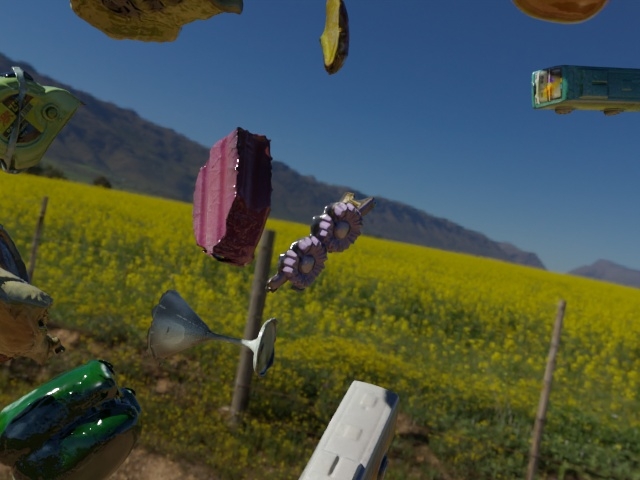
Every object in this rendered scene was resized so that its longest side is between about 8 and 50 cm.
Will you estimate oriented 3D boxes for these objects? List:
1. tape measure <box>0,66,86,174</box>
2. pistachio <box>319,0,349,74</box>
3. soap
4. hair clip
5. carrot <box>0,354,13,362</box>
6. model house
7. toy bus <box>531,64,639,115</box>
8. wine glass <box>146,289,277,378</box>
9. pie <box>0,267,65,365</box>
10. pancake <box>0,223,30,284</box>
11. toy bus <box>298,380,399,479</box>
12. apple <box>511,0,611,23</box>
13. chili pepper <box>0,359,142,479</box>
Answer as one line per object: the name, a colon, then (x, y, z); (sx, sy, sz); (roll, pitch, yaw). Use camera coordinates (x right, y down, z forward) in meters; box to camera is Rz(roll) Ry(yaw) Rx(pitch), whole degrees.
tape measure: (-0.587, -0.236, 1.316); (0.106, 0.200, 0.175); (22, -12, 47)
pistachio: (0.034, -0.420, 1.394); (0.049, 0.172, 0.089); (5, -5, -28)
soap: (-0.194, -0.081, 1.493); (0.112, 0.289, 0.182); (16, -28, -33)
hair clip: (0.000, 0.000, 1.331); (0.084, 0.292, 0.106); (25, -28, 40)
carrot: (-0.660, 0.205, 1.220); (0.224, 0.057, 0.057); (3, 3, -21)
model house: (-0.201, -0.355, 0.834); (0.175, 0.193, 0.234); (24, -21, -36)
toy bus: (0.541, -0.294, 1.322); (0.262, 0.091, 0.109); (-4, 2, -18)
wine glass: (-0.210, 0.192, 1.362); (0.232, 0.156, 0.156); (10, 0, 13)
pie: (-0.353, 0.029, 0.590); (0.282, 0.068, 0.128); (26, -38, -5)
pancake: (-0.415, 0.022, 0.908); (0.011, 0.115, 0.115); (-23, 8, -12)
toy bus: (0.029, 0.290, 0.853); (0.092, 0.106, 0.268); (15, 29, 17)
apple: (0.473, -0.541, 1.315); (0.242, 0.242, 0.241); (12, 24, 8)
chili pepper: (-0.488, 0.367, 1.348); (0.233, 0.257, 0.248); (55, -8, -19)
